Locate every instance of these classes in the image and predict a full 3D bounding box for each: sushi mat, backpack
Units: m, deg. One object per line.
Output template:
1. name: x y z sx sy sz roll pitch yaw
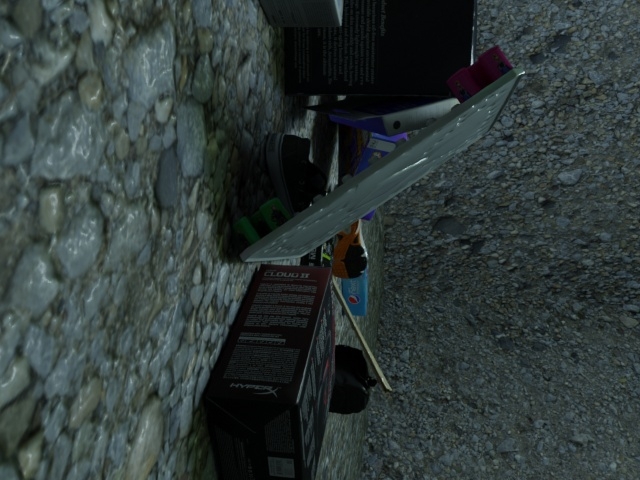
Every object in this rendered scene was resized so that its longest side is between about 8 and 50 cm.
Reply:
1. sushi mat: 0.079 0.198 1.481 0.317 0.019 0.151 63 1 15
2. backpack: 0.040 0.307 1.463 0.182 0.152 0.115 -74 180 -72

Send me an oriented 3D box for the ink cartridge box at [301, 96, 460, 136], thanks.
1. ink cartridge box: 0.103 -0.223 1.141 0.206 0.208 0.045 32 -47 59

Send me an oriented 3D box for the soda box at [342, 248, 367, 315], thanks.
1. soda box: 0.103 0.125 1.949 0.067 0.071 0.210 -76 166 -54

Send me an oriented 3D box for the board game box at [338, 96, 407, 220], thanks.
1. board game box: 0.109 -0.252 1.471 0.233 0.078 0.347 113 -16 -46

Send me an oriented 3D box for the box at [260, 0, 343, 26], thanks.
1. box: -0.020 -0.407 0.882 0.114 0.103 0.203 52 42 -76

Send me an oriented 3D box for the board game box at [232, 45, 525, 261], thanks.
1. board game box: 0.084 -0.098 0.936 0.050 0.390 0.390 57 7 5

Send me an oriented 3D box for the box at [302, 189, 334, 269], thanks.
1. box: 0.000 0.000 1.349 0.190 0.045 0.184 34 62 -81

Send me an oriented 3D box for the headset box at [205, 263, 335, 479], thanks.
1. headset box: -0.049 0.185 0.884 0.293 0.110 0.218 -73 164 -55

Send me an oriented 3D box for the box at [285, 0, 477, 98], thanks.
1. box: 0.117 -0.346 1.122 0.296 0.294 0.183 -55 147 -69

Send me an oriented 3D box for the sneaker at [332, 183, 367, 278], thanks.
1. sneaker: 0.068 -0.023 1.621 0.121 0.099 0.262 -83 172 -51

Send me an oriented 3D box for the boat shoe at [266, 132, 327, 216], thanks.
1. boat shoe: -0.027 -0.096 1.030 0.228 0.076 0.080 75 20 -62

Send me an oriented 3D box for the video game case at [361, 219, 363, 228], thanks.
1. video game case: 0.128 -0.053 2.215 0.157 0.019 0.143 71 24 -68
